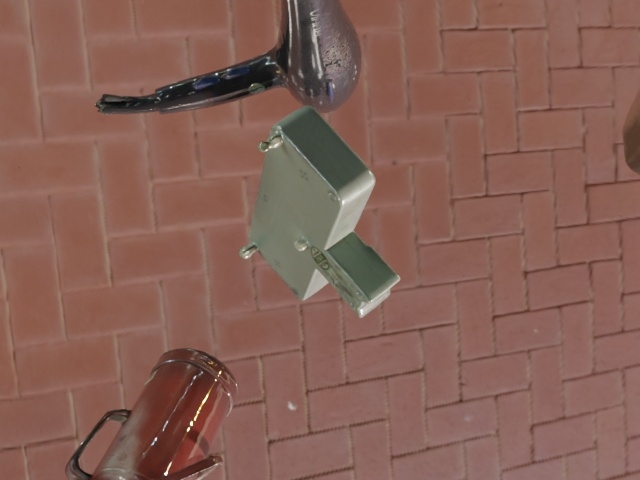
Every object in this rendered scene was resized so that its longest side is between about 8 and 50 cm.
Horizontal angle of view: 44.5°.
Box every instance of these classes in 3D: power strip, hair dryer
[{"bbox_3d":[0.000,0.000,0.671,0.061,0.215,0.145,-37,76,-23],"label":"power strip"},{"bbox_3d":[-0.076,-0.137,0.613,0.219,0.195,0.075,-16,74,2],"label":"hair dryer"}]

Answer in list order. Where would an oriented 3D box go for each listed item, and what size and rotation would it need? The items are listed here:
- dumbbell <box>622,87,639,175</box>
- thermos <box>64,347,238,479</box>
[{"bbox_3d":[0.242,-0.023,0.307,0.231,0.082,0.092,28,51,11],"label":"dumbbell"},{"bbox_3d":[-0.164,0.210,0.739,0.124,0.099,0.232,39,37,-9],"label":"thermos"}]
